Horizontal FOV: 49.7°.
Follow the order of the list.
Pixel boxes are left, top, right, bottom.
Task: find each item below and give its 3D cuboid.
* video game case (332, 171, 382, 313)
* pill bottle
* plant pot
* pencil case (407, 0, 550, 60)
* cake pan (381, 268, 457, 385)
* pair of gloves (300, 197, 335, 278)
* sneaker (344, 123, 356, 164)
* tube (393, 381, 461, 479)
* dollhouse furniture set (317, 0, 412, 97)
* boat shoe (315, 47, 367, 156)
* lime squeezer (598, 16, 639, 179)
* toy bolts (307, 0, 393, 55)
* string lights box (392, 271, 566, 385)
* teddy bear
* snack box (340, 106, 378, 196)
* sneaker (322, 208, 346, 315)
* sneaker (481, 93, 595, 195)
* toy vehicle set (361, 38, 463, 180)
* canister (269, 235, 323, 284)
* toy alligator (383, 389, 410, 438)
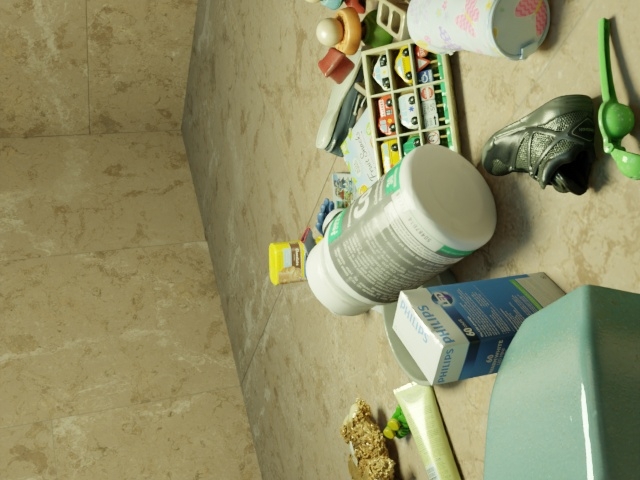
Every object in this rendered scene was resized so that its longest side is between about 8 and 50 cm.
[{"bbox_3d":[0.108,-0.001,1.707,0.300,0.036,0.329,-163,67,-67],"label":"video game case"},{"bbox_3d":[0.134,-0.002,1.289,0.361,0.204,0.204,-41,56,46],"label":"pill bottle"},{"bbox_3d":[0.354,0.200,0.848,0.248,0.247,0.252,124,152,-59],"label":"plant pot"},{"bbox_3d":[0.248,-0.360,1.131,0.273,0.113,0.124,-143,43,-63],"label":"pencil case"},{"bbox_3d":[0.214,0.153,1.445,0.293,0.054,0.293,174,90,-69],"label":"cake pan"},{"bbox_3d":[0.000,0.000,1.715,0.159,0.023,0.198,72,-144,-47],"label":"pair of gloves"},{"bbox_3d":[0.076,-0.262,1.688,0.191,0.071,0.083,60,142,32],"label":"sneaker"},{"bbox_3d":[0.232,0.411,1.462,0.062,0.070,0.240,104,151,-58],"label":"tube"},{"bbox_3d":[0.101,-0.446,1.365,0.152,0.201,0.374,-122,34,-49],"label":"dollhouse furniture set"},{"bbox_3d":[0.069,-0.320,1.614,0.095,0.079,0.254,3,73,68],"label":"boat shoe"},{"bbox_3d":[0.399,-0.149,0.875,0.110,0.059,0.310,108,149,-48],"label":"lime squeezer"},{"bbox_3d":[0.055,-0.542,1.516,0.228,0.158,0.218,-117,29,-43],"label":"toy bolts"},{"bbox_3d":[0.256,0.125,1.038,0.133,0.259,0.077,-122,33,-50],"label":"string lights box"},{"bbox_3d":[0.134,0.552,1.692,0.338,0.113,0.245,-112,22,-43],"label":"teddy bear"},{"bbox_3d":[0.138,-0.199,1.477,0.207,0.070,0.174,-54,45,46],"label":"snack box"},{"bbox_3d":[0.061,0.066,1.649,0.153,0.101,0.269,-145,54,-66],"label":"sneaker"},{"bbox_3d":[0.323,-0.116,1.039,0.227,0.087,0.130,150,118,-62],"label":"sneaker"},{"bbox_3d":[0.176,-0.246,1.320,0.166,0.035,0.267,-8,88,28],"label":"toy vehicle set"},{"bbox_3d":[-0.056,0.059,1.959,0.073,0.170,0.126,-149,56,-65],"label":"canister"},{"bbox_3d":[0.190,0.409,1.589,0.051,0.056,0.190,30,136,13],"label":"toy alligator"}]
